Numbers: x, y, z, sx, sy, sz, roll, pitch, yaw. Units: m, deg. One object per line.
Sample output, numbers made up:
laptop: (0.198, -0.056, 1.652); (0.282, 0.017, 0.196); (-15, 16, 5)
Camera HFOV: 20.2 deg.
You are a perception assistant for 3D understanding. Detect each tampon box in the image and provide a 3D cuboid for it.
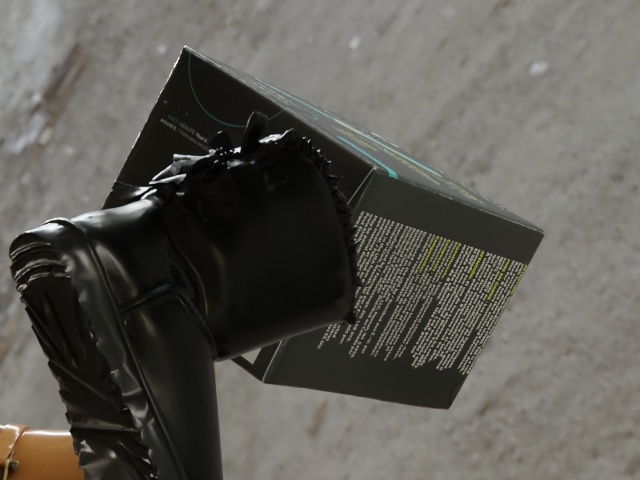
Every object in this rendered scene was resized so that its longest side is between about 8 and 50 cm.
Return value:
tampon box: (0.000, 0.000, 0.808); (0.120, 0.161, 0.101); (33, 98, 32)

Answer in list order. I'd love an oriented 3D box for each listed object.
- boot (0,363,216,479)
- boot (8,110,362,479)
boot: (-0.161, 0.128, 1.061); (0.197, 0.152, 0.073); (-60, -21, -17)
boot: (-0.029, 0.030, 0.531); (0.099, 0.121, 0.045); (-24, 6, -36)
